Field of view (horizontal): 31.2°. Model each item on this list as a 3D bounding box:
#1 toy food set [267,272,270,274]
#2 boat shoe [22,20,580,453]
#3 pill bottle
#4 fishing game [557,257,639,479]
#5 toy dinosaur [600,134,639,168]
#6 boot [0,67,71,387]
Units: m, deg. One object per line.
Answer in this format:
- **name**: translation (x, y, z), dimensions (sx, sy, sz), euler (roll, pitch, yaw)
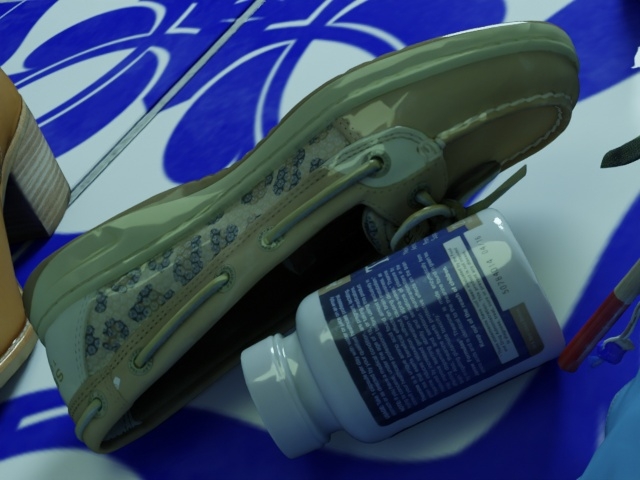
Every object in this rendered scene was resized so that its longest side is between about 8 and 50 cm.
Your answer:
- **toy food set**: translation (-0.044, -0.003, 0.623), dimensions (0.078, 0.019, 0.122), euler (4, 47, 41)
- **boat shoe**: translation (0.000, 0.000, 0.530), dimensions (0.285, 0.104, 0.089), euler (-30, 65, 11)
- **pill bottle**: translation (0.032, 0.041, 0.464), dimensions (0.120, 0.067, 0.067), euler (-26, 33, 6)
- **fishing game**: translation (0.100, 0.089, 0.297), dimensions (0.041, 0.189, 0.264), euler (20, 44, -5)
- **toy dinosaur**: translation (0.211, -0.046, 0.347), dimensions (0.118, 0.064, 0.268), euler (-33, 23, -17)
- **boot**: translation (-0.242, -0.037, 0.637), dimensions (0.109, 0.220, 0.283), euler (-14, 37, 22)
